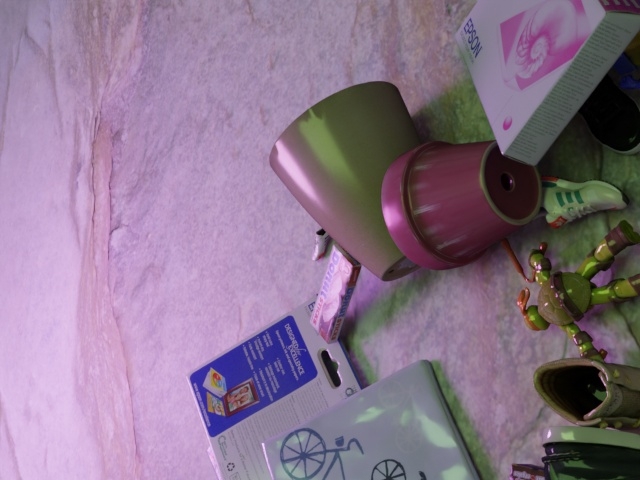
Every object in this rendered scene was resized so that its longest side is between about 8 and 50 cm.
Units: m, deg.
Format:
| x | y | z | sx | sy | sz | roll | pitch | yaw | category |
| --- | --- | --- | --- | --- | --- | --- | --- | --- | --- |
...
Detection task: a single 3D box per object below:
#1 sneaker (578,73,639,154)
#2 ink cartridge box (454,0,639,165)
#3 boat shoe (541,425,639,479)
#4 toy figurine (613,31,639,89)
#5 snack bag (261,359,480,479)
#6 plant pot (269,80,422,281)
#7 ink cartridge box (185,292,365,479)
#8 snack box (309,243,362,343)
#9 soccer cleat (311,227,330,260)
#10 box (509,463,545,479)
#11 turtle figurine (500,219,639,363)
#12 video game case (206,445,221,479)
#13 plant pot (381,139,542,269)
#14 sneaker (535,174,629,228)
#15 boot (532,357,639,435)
| x | y | z | sx | sy | sz | roll | pitch | yaw | category |
| --- | --- | --- | --- | --- | --- | --- | --- | --- | --- |
| 0.384 | -0.217 | 1.344 | 0.079 | 0.121 | 0.217 | -47 | 49 | 29 | sneaker |
| 0.328 | -0.327 | 1.291 | 0.330 | 0.071 | 0.324 | -59 | 25 | 35 | ink cartridge box |
| 0.425 | 0.297 | 1.062 | 0.339 | 0.127 | 0.113 | 9 | 69 | 7 | boat shoe |
| 0.447 | -0.343 | 1.273 | 0.217 | 0.191 | 0.363 | -17 | 65 | 43 | toy figurine |
| 0.087 | 0.386 | 1.471 | 0.342 | 0.037 | 0.323 | -31 | 54 | 12 | snack bag |
| 0.090 | -0.080 | 1.540 | 0.256 | 0.256 | 0.274 | -42 | 68 | 29 | plant pot |
| -0.066 | 0.297 | 1.661 | 0.307 | 0.072 | 0.304 | -30 | 54 | 6 | ink cartridge box |
| 0.025 | 0.094 | 1.603 | 0.064 | 0.022 | 0.178 | 48 | 135 | 38 | snack box |
| 0.000 | 0.000 | 1.730 | 0.029 | 0.035 | 0.083 | 43 | 108 | 43 | soccer cleat |
| 0.375 | 0.421 | 1.210 | 0.293 | 0.057 | 0.201 | 1 | 79 | 45 | box |
| 0.360 | 0.063 | 1.309 | 0.217 | 0.087 | 0.270 | -39 | 52 | 30 | turtle figurine |
| -0.177 | 0.434 | 1.798 | 0.087 | 0.011 | 0.122 | -50 | 49 | 24 | video game case |
| 0.224 | -0.066 | 1.386 | 0.180 | 0.201 | 0.202 | -18 | 65 | 52 | plant pot |
| 0.372 | -0.048 | 1.342 | 0.161 | 0.057 | 0.075 | 14 | 73 | 51 | sneaker |
| 0.414 | 0.207 | 1.127 | 0.262 | 0.203 | 0.095 | 17 | 91 | 48 | boot |
